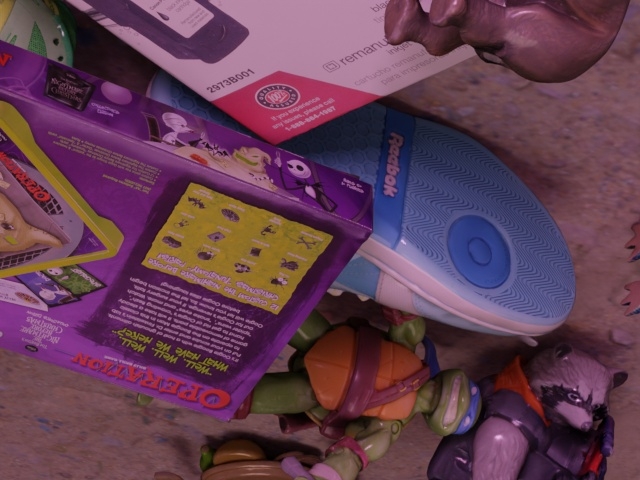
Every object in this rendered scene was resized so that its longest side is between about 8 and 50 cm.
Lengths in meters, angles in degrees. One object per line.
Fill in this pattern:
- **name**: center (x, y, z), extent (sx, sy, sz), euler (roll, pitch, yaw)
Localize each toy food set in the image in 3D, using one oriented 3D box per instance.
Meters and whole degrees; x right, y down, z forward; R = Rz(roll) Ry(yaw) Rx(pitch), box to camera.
- **toy food set**: center (-0.058, 0.229, 1.530), extent (0.192, 0.038, 0.132), euler (-4, 155, 9)

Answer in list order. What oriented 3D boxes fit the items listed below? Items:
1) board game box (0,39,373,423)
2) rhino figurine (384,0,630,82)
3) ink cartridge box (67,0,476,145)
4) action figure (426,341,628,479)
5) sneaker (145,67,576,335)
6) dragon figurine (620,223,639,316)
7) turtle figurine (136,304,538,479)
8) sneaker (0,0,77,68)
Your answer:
- **board game box**: center (-0.168, -0.014, 0.904), extent (0.347, 0.056, 0.208), euler (21, 128, -18)
- **rhino figurine**: center (0.128, -0.177, 0.705), extent (0.106, 0.073, 0.243), euler (13, 119, -26)
- **ink cartridge box**: center (-0.042, -0.169, 0.797), extent (0.172, 0.100, 0.237), euler (-21, 139, 39)
- **action figure**: center (0.123, 0.221, 1.235), extent (0.178, 0.330, 0.341), euler (37, -173, 3)
- **sneaker**: center (0.000, 0.000, 1.049), extent (0.319, 0.127, 0.208), euler (28, 143, -14)
- **dragon figurine**: center (0.307, 0.027, 1.052), extent (0.144, 0.085, 0.289), euler (23, 147, -23)
- **turtle figurine**: center (0.008, 0.095, 1.138), extent (0.266, 0.275, 0.198), euler (16, 114, -5)
- **sneaker**: center (-0.218, -0.130, 0.922), extent (0.123, 0.109, 0.295), euler (-36, 132, -12)
